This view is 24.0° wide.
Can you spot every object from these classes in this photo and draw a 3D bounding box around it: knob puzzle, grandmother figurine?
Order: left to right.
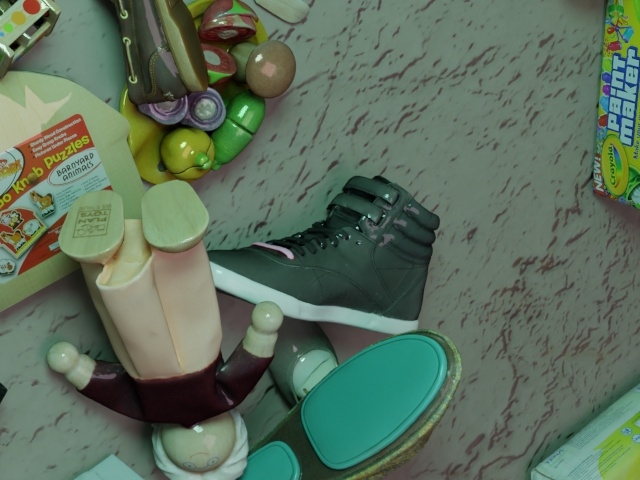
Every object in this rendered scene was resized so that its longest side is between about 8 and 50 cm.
[{"bbox_3d":[-0.244,-0.056,1.234,0.213,0.030,0.213,-12,115,-28],"label":"knob puzzle"},{"bbox_3d":[-0.133,0.102,1.308,0.342,0.207,0.104,76,17,-44],"label":"grandmother figurine"}]

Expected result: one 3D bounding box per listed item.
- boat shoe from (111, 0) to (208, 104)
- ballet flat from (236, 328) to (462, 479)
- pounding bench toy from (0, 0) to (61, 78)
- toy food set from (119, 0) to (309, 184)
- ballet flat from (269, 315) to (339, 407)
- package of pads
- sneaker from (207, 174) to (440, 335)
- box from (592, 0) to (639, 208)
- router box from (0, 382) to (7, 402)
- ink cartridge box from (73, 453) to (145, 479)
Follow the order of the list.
[{"bbox_3d":[-0.152,-0.210,1.221,0.073,0.073,0.207,-58,136,-71],"label":"boat shoe"},{"bbox_3d":[0.009,0.211,1.436,0.348,0.123,0.123,-39,133,14],"label":"ballet flat"},{"bbox_3d":[-0.252,-0.182,1.162,0.083,0.052,0.065,43,67,-5],"label":"pounding bench toy"},{"bbox_3d":[-0.083,-0.139,1.307,0.128,0.071,0.218,36,83,-42],"label":"toy food set"},{"bbox_3d":[0.007,0.159,1.500,0.072,0.068,0.213,-35,126,-23],"label":"ballet flat"},{"bbox_3d":[0.381,0.343,1.854,0.229,0.101,0.297,-34,125,-26],"label":"package of pads"},{"bbox_3d":[0.000,0.000,1.416,0.295,0.104,0.147,12,96,-45],"label":"sneaker"},{"bbox_3d":[0.458,-0.165,1.594,0.177,0.279,0.290,-15,115,-34],"label":"box"},{"bbox_3d":[-0.357,0.170,1.225,0.133,0.046,0.179,32,86,-41],"label":"router box"},{"bbox_3d":[-0.182,0.314,1.369,0.127,0.128,0.176,-33,124,-24],"label":"ink cartridge box"}]
